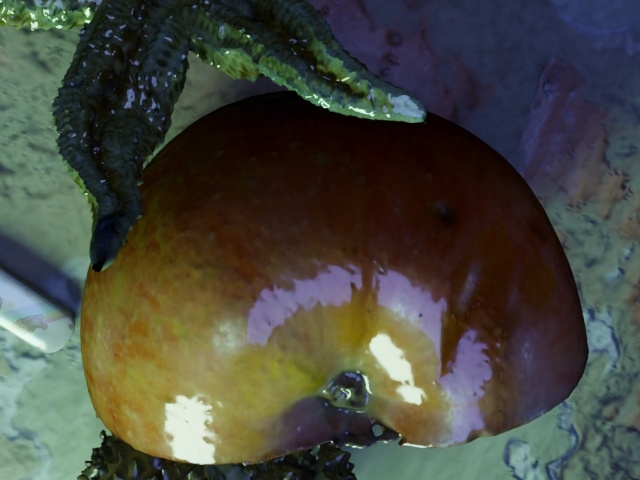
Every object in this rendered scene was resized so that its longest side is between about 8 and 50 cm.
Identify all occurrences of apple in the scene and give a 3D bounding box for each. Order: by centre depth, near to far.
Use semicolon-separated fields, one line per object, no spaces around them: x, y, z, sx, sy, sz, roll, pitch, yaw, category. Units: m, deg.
0.000;0.000;0.742;0.293;0.251;0.163;-10;110;-7;apple

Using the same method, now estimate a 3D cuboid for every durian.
-0.075;0.159;0.821;0.196;0.167;0.196;4;81;-25;durian

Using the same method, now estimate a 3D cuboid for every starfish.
-0.072;-0.157;0.719;0.358;0.078;0.347;-35;66;-19;starfish

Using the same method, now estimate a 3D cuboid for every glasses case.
-0.198;0.042;0.837;0.083;0.021;0.032;36;95;-13;glasses case
